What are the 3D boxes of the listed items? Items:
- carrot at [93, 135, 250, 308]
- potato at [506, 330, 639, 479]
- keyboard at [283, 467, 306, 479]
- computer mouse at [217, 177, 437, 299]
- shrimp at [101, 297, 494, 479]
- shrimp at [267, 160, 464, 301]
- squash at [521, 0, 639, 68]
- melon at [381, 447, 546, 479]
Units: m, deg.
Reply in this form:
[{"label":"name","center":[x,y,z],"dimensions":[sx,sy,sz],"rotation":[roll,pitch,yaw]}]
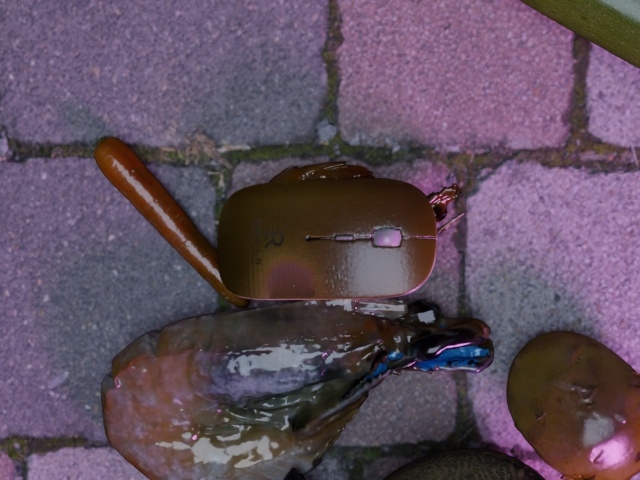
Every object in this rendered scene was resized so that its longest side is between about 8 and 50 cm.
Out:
[{"label":"carrot","center":[-0.163,-0.019,1.369],"dimensions":[0.043,0.043,0.248],"rotation":[-42,93,11]},{"label":"potato","center":[0.275,0.177,1.295],"dimensions":[0.176,0.137,0.137],"rotation":[42,101,3]},{"label":"keyboard","center":[-0.064,0.362,1.370],"dimensions":[0.093,0.025,0.230],"rotation":[50,118,39]},{"label":"computer mouse","center":[0.000,0.000,1.285],"dimensions":[0.245,0.056,0.126],"rotation":[0,85,21]},{"label":"shrimp","center":[-0.030,0.164,1.347],"dimensions":[0.446,0.110,0.221],"rotation":[-15,105,12]},{"label":"shrimp","center":[0.033,-0.019,1.333],"dimensions":[0.249,0.068,0.150],"rotation":[-14,90,14]},{"label":"squash","center":[0.313,-0.235,1.248],"dimensions":[0.379,0.101,0.101],"rotation":[26,100,2]},{"label":"melon","center":[0.121,0.357,1.278],"dimensions":[0.329,0.248,0.248],"rotation":[-40,91,20]}]
